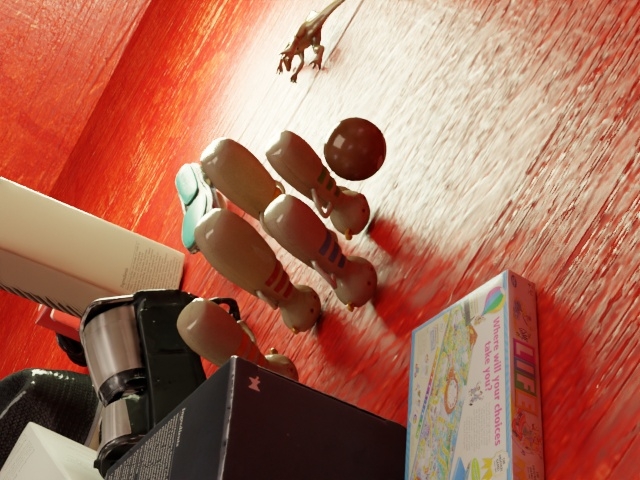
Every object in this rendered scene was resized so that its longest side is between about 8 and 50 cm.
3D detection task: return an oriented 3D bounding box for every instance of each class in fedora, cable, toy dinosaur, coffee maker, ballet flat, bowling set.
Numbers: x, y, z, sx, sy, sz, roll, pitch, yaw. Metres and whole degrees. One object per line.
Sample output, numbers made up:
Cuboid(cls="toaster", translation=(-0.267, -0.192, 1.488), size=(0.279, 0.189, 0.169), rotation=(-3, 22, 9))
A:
Cuboid(cls="fedora", translation=(-0.394, 0.280, 1.315), size=(0.334, 0.152, 0.334), rotation=(-45, 28, 32))
Cuboid(cls="cable", translation=(-0.393, 0.128, 1.541), size=(0.184, 0.047, 0.151), rotation=(-100, 3, -55))
Cuboid(cls="toy dinosaur", translation=(-0.016, -0.261, 1.226), size=(0.183, 0.053, 0.093), rotation=(-36, 34, 48))
Cuboid(cls="coffee maker", translation=(-0.153, 0.143, 0.984), size=(0.171, 0.120, 0.178), rotation=(-20, 51, -2))
Cuboid(cls="ballet flat", translation=(-0.146, -0.039, 1.258), size=(0.070, 0.070, 0.188), rotation=(-52, 29, 25))
Cuboid(cls="bowling set", translation=(0.000, 0.000, 0.851), size=(0.200, 0.154, 0.287), rotation=(-27, 37, 26))

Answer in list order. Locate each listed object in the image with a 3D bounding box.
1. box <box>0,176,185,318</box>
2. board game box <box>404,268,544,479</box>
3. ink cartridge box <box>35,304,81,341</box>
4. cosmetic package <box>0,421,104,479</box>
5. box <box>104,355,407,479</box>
Cuboid(cls="box", translation=(-0.328, 0.031, 1.295), size=(0.094, 0.275, 0.113), rotation=(-42, 31, 44))
Cuboid(cls="board game box", translation=(0.098, 0.107, 0.630), size=(0.103, 0.026, 0.154), rotation=(-40, 32, 44))
Cuboid(cls="ink cartridge box", translation=(-0.343, 0.081, 1.457), size=(0.078, 0.134, 0.231), rotation=(-48, 27, 31))
Cuboid(cls="cosmetic package", translation=(-0.243, 0.336, 0.939), size=(0.217, 0.156, 0.385), rotation=(-62, 24, -8))
Cuboid(cls="box", translation=(-0.056, 0.196, 0.701), size=(0.207, 0.153, 0.108), rotation=(-45, 30, 39))
